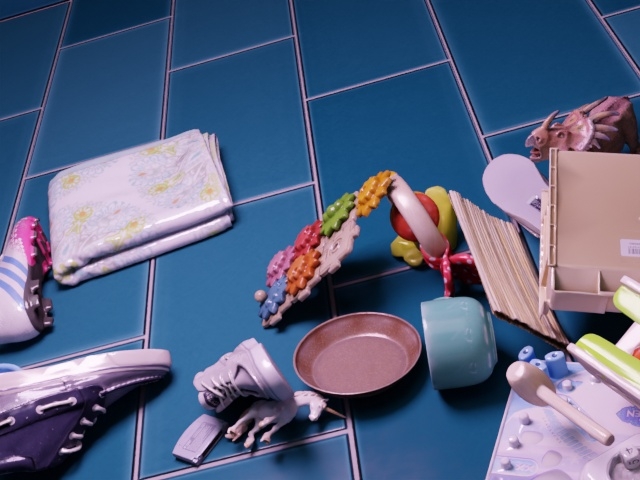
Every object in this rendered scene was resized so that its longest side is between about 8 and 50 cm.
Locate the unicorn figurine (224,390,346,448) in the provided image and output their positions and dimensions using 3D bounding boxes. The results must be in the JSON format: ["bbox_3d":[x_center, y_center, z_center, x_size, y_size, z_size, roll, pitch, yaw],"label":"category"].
[{"bbox_3d":[-0.064,0.259,1.576,0.161,0.060,0.111,3,30,36],"label":"unicorn figurine"}]

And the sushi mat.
[{"bbox_3d":[0.288,0.040,1.656,0.019,0.151,0.317,-52,26,26],"label":"sushi mat"}]

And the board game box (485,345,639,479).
[{"bbox_3d":[0.400,0.291,1.341,0.389,0.050,0.390,1,40,25],"label":"board game box"}]

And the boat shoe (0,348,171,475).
[{"bbox_3d":[-0.390,0.274,1.679,0.340,0.127,0.158,-9,77,-20],"label":"boat shoe"}]

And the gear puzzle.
[{"bbox_3d":[0.000,0.000,1.746,0.339,0.044,0.175,-43,23,34],"label":"gear puzzle"}]

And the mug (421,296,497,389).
[{"bbox_3d":[0.202,0.135,1.554,0.097,0.129,0.158,-8,63,7],"label":"mug"}]

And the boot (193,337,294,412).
[{"bbox_3d":[-0.120,0.217,1.584,0.123,0.095,0.258,-34,4,-8],"label":"boot"}]

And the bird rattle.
[{"bbox_3d":[0.162,-0.007,1.724,0.143,0.207,0.253,-32,25,11],"label":"bird rattle"}]

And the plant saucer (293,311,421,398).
[{"bbox_3d":[0.058,0.182,1.633,0.198,0.036,0.199,-8,32,5],"label":"plant saucer"}]

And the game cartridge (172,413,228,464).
[{"bbox_3d":[-0.184,0.301,1.617,0.056,0.017,0.083,14,47,32],"label":"game cartridge"}]

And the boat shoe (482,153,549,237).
[{"bbox_3d":[0.371,-0.051,1.768,0.096,0.088,0.267,-47,43,-2],"label":"boat shoe"}]

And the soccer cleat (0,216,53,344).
[{"bbox_3d":[-0.585,0.070,2.013,0.143,0.116,0.331,-18,36,0],"label":"soccer cleat"}]

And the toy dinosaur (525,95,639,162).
[{"bbox_3d":[0.474,-0.183,1.798,0.127,0.200,0.296,12,44,35],"label":"toy dinosaur"}]

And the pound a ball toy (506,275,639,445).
[{"bbox_3d":[0.418,0.196,1.332,0.208,0.135,0.319,-51,41,-1],"label":"pound a ball toy"}]

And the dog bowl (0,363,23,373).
[{"bbox_3d":[-0.595,0.301,1.751,0.297,0.074,0.166,-23,36,-7],"label":"dog bowl"}]

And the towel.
[{"bbox_3d":[-0.364,-0.081,2.137,0.374,0.090,0.321,-20,35,-1],"label":"towel"}]

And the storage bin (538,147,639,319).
[{"bbox_3d":[0.457,0.002,1.549,0.262,0.123,0.260,4,54,8],"label":"storage bin"}]
